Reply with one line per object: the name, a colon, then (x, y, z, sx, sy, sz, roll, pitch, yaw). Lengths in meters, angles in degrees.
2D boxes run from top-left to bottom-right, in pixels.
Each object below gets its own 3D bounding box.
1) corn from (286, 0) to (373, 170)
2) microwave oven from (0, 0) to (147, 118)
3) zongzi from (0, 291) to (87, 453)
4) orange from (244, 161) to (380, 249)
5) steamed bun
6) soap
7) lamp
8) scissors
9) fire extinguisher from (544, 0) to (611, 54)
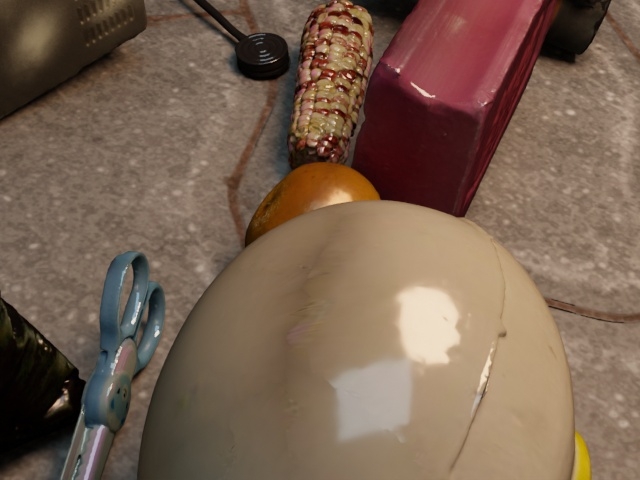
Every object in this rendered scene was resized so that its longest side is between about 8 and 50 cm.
corn: (0.007, -0.177, 1.272, 0.092, 0.092, 0.281, 10, 49, 3)
microwave oven: (-0.428, -0.401, 1.241, 0.236, 0.374, 0.432, -35, 63, -21)
zongzi: (-0.381, 0.059, 0.828, 0.383, 0.362, 0.319, -19, 33, -20)
orange: (0.000, 0.000, 1.066, 0.134, 0.155, 0.155, 31, 45, -14)
steamed bun: (0.027, 0.145, 0.816, 0.333, 0.334, 0.374, 15, 46, 7)
soap: (0.150, -0.176, 1.190, 0.128, 0.233, 0.360, 22, 48, 10)
lamp: (-0.167, -0.348, 1.398, 0.130, 0.109, 0.371, -20, 53, -19)
scissors: (-0.187, 0.137, 0.957, 0.030, 0.125, 0.256, 6, 60, 11)
fire extinguisher: (0.186, -0.364, 1.366, 0.375, 0.200, 0.113, 19, 64, -2)
